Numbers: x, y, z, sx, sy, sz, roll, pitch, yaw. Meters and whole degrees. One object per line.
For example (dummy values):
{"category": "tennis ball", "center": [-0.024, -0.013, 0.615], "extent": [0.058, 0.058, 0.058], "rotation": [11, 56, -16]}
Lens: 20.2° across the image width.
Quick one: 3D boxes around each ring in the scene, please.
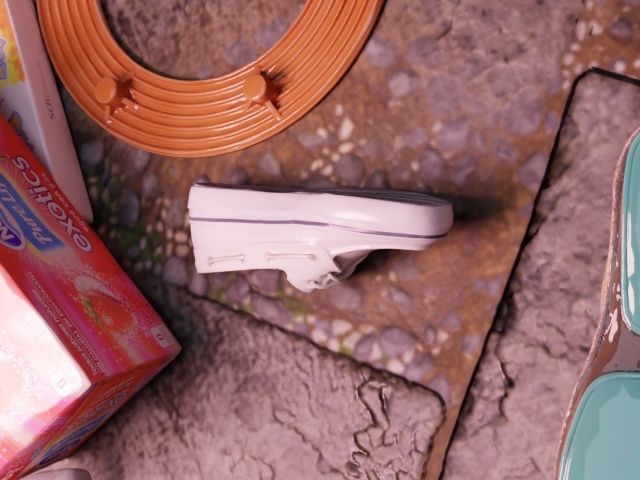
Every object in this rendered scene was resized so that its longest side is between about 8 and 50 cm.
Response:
{"category": "ring", "center": [-0.093, -0.232, 1.395], "extent": [0.336, 0.032, 0.337], "rotation": [-5, 80, 30]}

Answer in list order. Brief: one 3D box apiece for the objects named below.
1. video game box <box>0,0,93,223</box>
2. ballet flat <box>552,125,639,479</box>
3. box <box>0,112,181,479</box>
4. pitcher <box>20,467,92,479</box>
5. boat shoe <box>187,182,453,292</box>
{"category": "video game box", "center": [-0.294, -0.074, 1.478], "extent": [0.187, 0.048, 0.205], "rotation": [-25, 72, 22]}
{"category": "ballet flat", "center": [0.221, 0.078, 1.130], "extent": [0.107, 0.106, 0.316], "rotation": [13, 90, 23]}
{"category": "box", "center": [-0.271, 0.024, 1.353], "extent": [0.154, 0.142, 0.300], "rotation": [-42, 80, 23]}
{"category": "pitcher", "center": [-0.176, 0.300, 1.328], "extent": [0.207, 0.125, 0.178], "rotation": [49, 128, 36]}
{"category": "boat shoe", "center": [0.000, 0.000, 1.292], "extent": [0.226, 0.083, 0.076], "rotation": [5, 97, 41]}
